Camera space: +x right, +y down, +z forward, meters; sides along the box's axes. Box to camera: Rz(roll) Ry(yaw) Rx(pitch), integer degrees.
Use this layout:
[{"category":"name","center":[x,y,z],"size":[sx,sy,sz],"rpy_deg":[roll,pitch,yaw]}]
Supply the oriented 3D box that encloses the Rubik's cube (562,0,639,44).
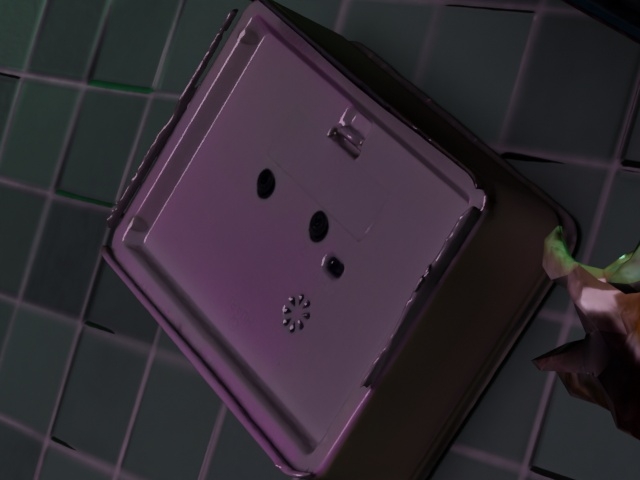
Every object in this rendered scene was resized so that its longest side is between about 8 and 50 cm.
[{"category":"Rubik's cube","center":[0.113,-0.233,0.574],"size":[0.318,0.313,0.316],"rpy_deg":[37,103,47]}]

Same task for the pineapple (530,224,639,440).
[{"category":"pineapple","center":[0.248,0.005,0.354],"size":[0.300,0.352,0.352],"rpy_deg":[-51,45,7]}]

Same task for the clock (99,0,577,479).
[{"category":"clock","center":[0.000,0.000,0.788],"size":[0.192,0.071,0.147],"rpy_deg":[44,108,45]}]
